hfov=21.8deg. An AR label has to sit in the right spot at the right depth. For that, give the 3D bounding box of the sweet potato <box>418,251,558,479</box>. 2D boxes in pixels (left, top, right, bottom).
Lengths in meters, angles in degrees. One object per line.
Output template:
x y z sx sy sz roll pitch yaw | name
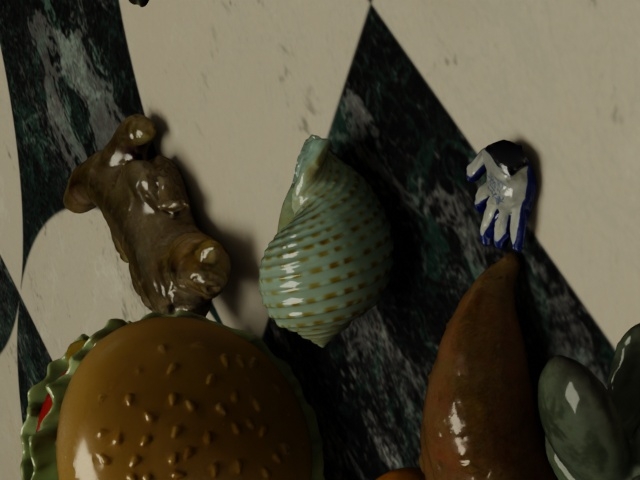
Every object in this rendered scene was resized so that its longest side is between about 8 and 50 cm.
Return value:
0.133 0.192 1.164 0.095 0.106 0.355 -10 -96 -83 | sweet potato

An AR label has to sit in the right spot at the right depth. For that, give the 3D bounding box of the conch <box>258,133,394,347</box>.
0.005 0.004 1.303 0.153 0.102 0.135 -70 17 -2 | conch

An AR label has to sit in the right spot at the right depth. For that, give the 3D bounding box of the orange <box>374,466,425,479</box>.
0.069 0.221 1.318 0.083 0.083 0.084 39 137 49 | orange

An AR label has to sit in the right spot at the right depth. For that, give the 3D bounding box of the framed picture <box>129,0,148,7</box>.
-0.067 -0.348 1.095 0.347 0.016 0.265 -71 -8 -51 | framed picture

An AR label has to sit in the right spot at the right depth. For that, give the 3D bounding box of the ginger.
-0.166 -0.022 1.654 0.333 0.080 0.166 53 132 48 | ginger

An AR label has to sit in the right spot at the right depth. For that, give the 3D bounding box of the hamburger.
-0.131 0.193 1.490 0.212 0.274 0.275 -29 79 66 | hamburger

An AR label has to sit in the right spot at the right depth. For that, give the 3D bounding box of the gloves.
0.123 -0.032 1.142 0.064 0.026 0.086 48 148 44 | gloves

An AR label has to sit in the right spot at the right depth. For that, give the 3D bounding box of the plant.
0.184 0.181 1.009 0.149 0.146 0.275 -130 43 -53 | plant
